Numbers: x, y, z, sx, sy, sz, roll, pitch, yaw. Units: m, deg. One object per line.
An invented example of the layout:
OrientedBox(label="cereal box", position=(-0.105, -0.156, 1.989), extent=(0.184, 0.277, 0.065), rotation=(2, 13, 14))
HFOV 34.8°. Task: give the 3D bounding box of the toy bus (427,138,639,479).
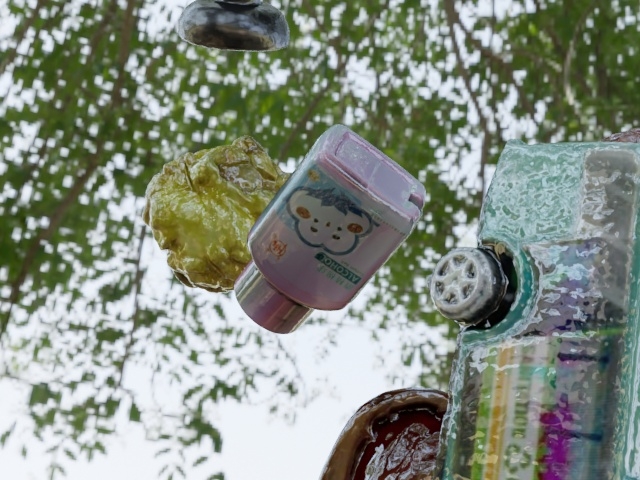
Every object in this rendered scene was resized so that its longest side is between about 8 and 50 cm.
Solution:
OrientedBox(label="toy bus", position=(0.105, 0.084, 0.467), extent=(0.109, 0.262, 0.091), rotation=(0, -16, 38))

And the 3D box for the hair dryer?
OrientedBox(label="hair dryer", position=(-0.165, -0.436, 1.421), extent=(0.284, 0.321, 0.155), rotation=(16, 23, 43))

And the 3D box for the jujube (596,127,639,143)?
OrientedBox(label="jujube", position=(0.309, 0.000, 0.859), extent=(0.174, 0.174, 0.250), rotation=(27, 8, -40))

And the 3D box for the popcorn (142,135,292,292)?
OrientedBox(label="popcorn", position=(-0.110, -0.030, 1.204), extent=(0.197, 0.198, 0.155), rotation=(23, -38, -35))

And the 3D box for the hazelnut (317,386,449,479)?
OrientedBox(label="hazelnut", position=(0.083, 0.235, 0.864), extent=(0.170, 0.202, 0.161), rotation=(-19, -31, -5))

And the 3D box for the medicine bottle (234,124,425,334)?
OrientedBox(label="medicine bottle", position=(0.000, 0.000, 0.960), extent=(0.119, 0.094, 0.188), rotation=(36, -60, -5))
